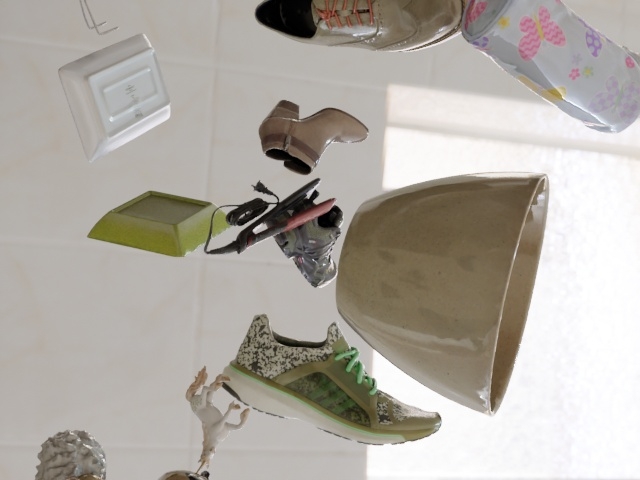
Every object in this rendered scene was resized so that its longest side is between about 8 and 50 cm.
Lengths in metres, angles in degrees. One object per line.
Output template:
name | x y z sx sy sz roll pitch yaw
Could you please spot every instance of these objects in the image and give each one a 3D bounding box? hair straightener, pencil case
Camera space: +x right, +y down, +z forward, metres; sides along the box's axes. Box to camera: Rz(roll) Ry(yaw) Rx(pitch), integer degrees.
hair straightener | -0.087 -0.043 1.732 0.089 0.230 0.047 55 -29 11
pencil case | 0.315 -0.249 1.506 0.124 0.273 0.113 -62 -157 -2

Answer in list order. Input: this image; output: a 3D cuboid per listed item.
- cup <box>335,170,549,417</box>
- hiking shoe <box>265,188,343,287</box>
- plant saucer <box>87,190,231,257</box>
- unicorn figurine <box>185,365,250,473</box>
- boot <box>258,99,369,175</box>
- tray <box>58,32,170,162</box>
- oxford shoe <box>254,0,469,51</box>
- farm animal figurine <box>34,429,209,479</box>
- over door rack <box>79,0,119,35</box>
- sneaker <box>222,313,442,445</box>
cup | 0.158 0.048 1.555 0.331 0.236 0.331 13 90 -73
hiking shoe | 0.000 0.000 1.867 0.086 0.114 0.227 58 4 29
plant saucer | -0.271 -0.037 1.965 0.188 0.188 0.045 -38 135 -59
unicorn figurine | -0.175 0.294 1.882 0.111 0.060 0.162 -44 -132 15
boot | -0.008 -0.103 1.209 0.042 0.118 0.087 113 -12 -46
tray | -0.299 -0.225 1.748 0.270 0.030 0.145 -48 126 -62
oxford shoe | 0.056 -0.329 1.686 0.348 0.130 0.123 3 -73 40
farm animal figurine | -0.155 0.361 1.193 0.172 0.330 0.327 -47 -155 25
over door rack | -0.229 -0.435 1.689 0.108 0.324 0.239 55 -4 -18
sneaker | 0.031 0.240 2.023 0.158 0.410 0.182 -125 -128 -82
